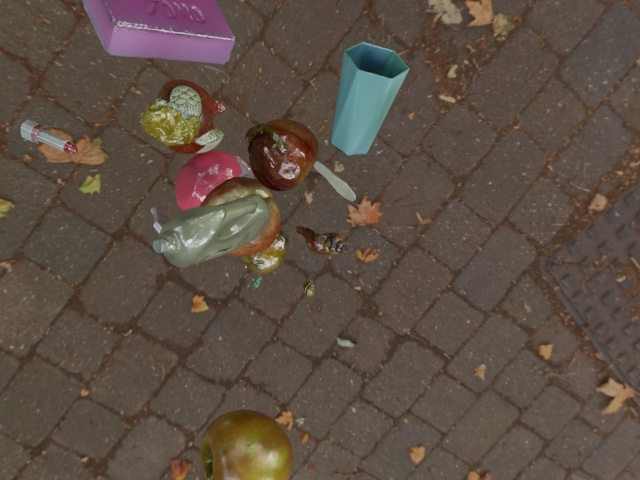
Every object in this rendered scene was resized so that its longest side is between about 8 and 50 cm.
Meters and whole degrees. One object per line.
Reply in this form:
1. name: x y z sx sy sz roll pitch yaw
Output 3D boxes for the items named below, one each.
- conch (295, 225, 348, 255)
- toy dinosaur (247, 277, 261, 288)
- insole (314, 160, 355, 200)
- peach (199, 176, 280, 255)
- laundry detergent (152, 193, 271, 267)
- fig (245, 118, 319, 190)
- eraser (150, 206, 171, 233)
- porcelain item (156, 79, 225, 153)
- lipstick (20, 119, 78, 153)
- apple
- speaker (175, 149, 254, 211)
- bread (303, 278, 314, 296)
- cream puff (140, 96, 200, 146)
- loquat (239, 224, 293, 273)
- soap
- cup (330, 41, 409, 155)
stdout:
1. conch: -0.001 0.005 1.487 0.232 0.086 0.080 12 87 29
2. toy dinosaur: -0.241 0.163 1.698 0.021 0.062 0.083 31 116 -22
3. insole: 0.051 -0.208 1.623 0.192 0.063 0.010 41 57 -1
4. peach: -0.248 -0.056 1.345 0.232 0.232 0.256 39 127 -15
5. laundry detergent: -0.221 -0.018 0.920 0.181 0.253 0.091 -33 84 32
6. fig: -0.106 -0.232 1.209 0.205 0.205 0.205 -2 102 -9
7. eraser: -0.576 -0.018 1.829 0.059 0.204 0.243 -38 121 -6
8. porcelain item: -0.432 -0.422 1.574 0.253 0.253 0.253 -2 102 -9
9. lipstick: -0.902 -0.339 1.560 0.186 0.057 0.063 24 135 -4
10. apple: -0.182 0.537 1.150 0.207 0.237 0.237 5 102 -33
11. speaker: -0.375 -0.185 1.690 0.294 0.294 0.294 -2 102 -9
12. bread: -0.040 0.157 1.555 0.033 0.088 0.049 7 103 -10
13. cream puff: -0.421 -0.326 1.309 0.156 0.156 0.121 32 99 -15
14. loquat: -0.213 0.029 1.830 0.227 0.179 0.179 -42 106 -20
15. soap: -0.320 -0.451 0.927 0.259 0.081 0.181 -13 70 -41
16. cup: 0.099 -0.320 1.097 0.134 0.236 0.148 39 49 19
